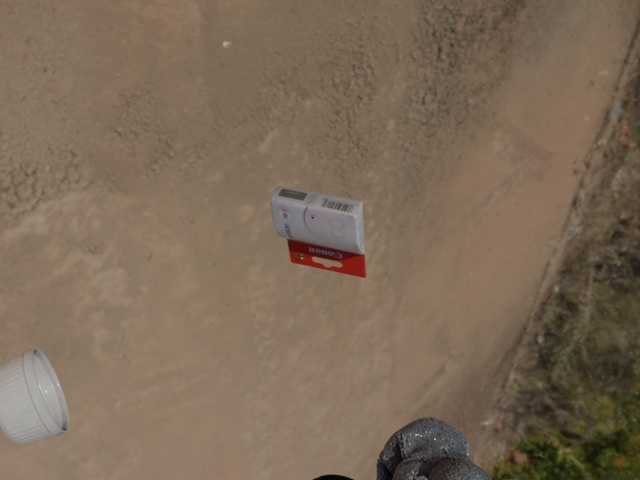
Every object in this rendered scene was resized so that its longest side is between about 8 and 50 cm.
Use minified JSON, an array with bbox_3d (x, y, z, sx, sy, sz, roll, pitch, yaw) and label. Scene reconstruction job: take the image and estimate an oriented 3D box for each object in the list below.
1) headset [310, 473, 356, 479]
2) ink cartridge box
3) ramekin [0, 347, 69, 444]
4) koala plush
[{"bbox_3d":[-0.016,0.575,1.225,0.394,0.243,0.185,-10,144,-52],"label":"headset"},{"bbox_3d":[0.000,0.000,1.478,0.066,0.189,0.232,-61,155,-44],"label":"ink cartridge box"},{"bbox_3d":[-0.655,0.355,1.567,0.109,0.207,0.207,-22,139,-11],"label":"ramekin"},{"bbox_3d":[0.187,0.371,1.032,0.221,0.196,0.204,144,-49,-74],"label":"koala plush"}]
